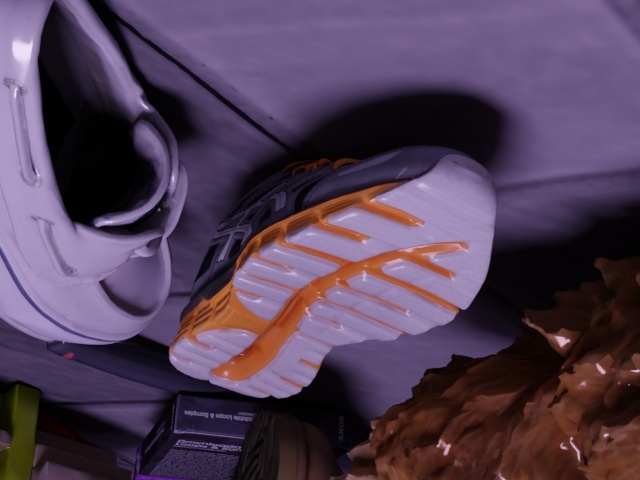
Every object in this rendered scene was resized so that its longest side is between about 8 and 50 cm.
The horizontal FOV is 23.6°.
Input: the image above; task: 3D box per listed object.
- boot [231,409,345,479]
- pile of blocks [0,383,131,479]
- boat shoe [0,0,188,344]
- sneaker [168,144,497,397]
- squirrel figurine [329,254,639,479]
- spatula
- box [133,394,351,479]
[{"bbox_3d":[0.079,0.176,0.953,0.270,0.089,0.236,8,161,-7],"label":"boot"},{"bbox_3d":[-0.311,0.139,1.115,0.362,0.112,0.149,8,147,-13],"label":"pile of blocks"},{"bbox_3d":[-0.100,-0.022,0.636,0.084,0.095,0.258,12,158,20],"label":"boat shoe"},{"bbox_3d":[0.000,0.000,0.646,0.084,0.083,0.215,26,150,-22],"label":"sneaker"},{"bbox_3d":[0.211,0.143,0.682,0.397,0.281,0.370,34,165,-6],"label":"squirrel figurine"},{"bbox_3d":[-0.177,0.043,0.914,0.296,0.030,0.084,27,155,-26],"label":"spatula"},{"bbox_3d":[-0.056,0.139,1.030,0.116,0.029,0.162,7,160,-14],"label":"box"}]
